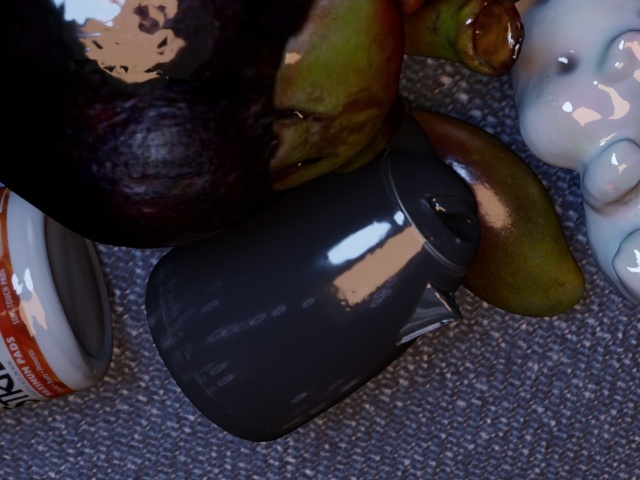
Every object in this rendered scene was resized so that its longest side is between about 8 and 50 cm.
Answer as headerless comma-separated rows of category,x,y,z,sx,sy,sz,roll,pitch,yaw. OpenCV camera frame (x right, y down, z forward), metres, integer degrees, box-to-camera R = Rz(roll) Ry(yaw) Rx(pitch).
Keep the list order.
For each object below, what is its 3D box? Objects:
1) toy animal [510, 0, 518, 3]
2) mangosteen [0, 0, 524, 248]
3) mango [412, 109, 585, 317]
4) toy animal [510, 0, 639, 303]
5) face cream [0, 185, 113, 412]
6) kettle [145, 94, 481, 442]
toy animal,0.141,-0.305,0.853,0.121,0.225,0.094,-21,156,2
mangosteen,-0.085,-0.190,0.761,0.434,0.382,0.382,-12,113,2
mango,0.164,-0.020,0.992,0.133,0.111,0.267,-32,111,32
toy animal,0.261,-0.129,0.922,0.196,0.241,0.368,-32,97,0
face cream,-0.310,0.060,0.943,0.187,0.201,0.201,-15,113,2
kettle,0.000,0.000,0.925,0.290,0.268,0.207,-36,153,28
